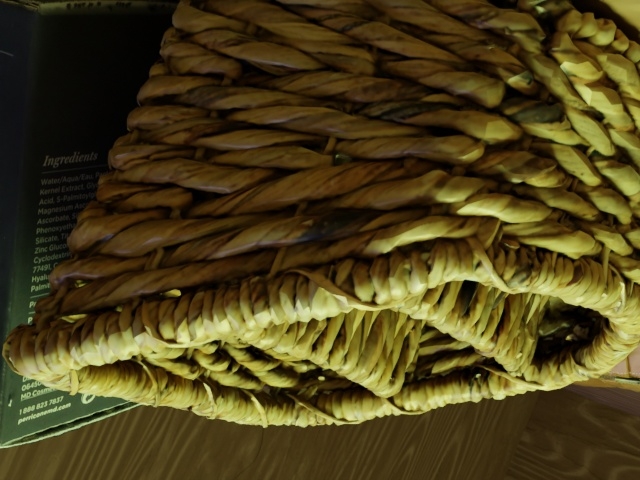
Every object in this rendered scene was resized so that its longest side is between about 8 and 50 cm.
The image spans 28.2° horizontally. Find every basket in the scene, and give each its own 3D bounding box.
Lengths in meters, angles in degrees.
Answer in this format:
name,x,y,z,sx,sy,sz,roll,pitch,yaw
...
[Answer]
name,x,y,z,sx,sy,sz,roll,pitch,yaw
basket,0.045,0.017,0.600,0.213,0.223,0.299,22,175,23

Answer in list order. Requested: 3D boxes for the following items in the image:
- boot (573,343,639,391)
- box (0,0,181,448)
name,x,y,z,sx,sy,sz,roll,pitch,yaw
boot,0.221,0.072,1.196,0.220,0.109,0.283,9,156,44
box,-0.156,-0.029,0.620,0.153,0.207,0.108,21,-160,33
